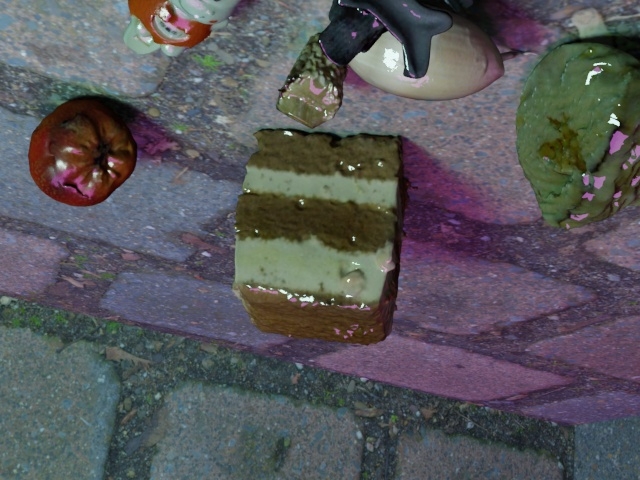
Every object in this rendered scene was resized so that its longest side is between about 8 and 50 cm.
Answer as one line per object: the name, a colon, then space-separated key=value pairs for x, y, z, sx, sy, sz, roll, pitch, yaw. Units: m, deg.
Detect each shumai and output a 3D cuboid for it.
shumai: x=0.386 y=-0.142 z=1.084 sx=0.218 sy=0.189 sz=0.255 roll=-6 pitch=145 yaw=-15

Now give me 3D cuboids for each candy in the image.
candy: x=-0.008 y=-0.207 z=1.093 sx=0.085 sy=0.110 sz=0.095 roll=28 pitch=141 yaw=-21

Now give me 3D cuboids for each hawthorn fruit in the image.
hawthorn fruit: x=-0.378 y=-0.142 z=1.324 sx=0.174 sy=0.179 sz=0.173 roll=-14 pitch=131 yaw=-17

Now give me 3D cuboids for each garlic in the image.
garlic: x=0.145 y=-0.218 z=0.985 sx=0.267 sy=0.148 sz=0.128 roll=14 pitch=146 yaw=-12

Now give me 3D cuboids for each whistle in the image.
whistle: x=-0.163 y=-0.279 z=0.984 sx=0.253 sy=0.106 sz=0.101 roll=-19 pitch=105 yaw=50

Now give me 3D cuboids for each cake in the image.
cake: x=0.000 y=0.000 z=1.374 sx=0.282 sy=0.290 sz=0.255 roll=7 pitch=157 yaw=11

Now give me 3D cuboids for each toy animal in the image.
toy animal: x=0.050 y=-0.236 z=0.866 sx=0.121 sy=0.210 sz=0.117 roll=34 pitch=108 yaw=-18

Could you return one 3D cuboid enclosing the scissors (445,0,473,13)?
scissors: x=0.107 y=-0.295 z=0.865 sx=0.030 sy=0.125 sz=0.256 roll=-27 pitch=158 yaw=21
